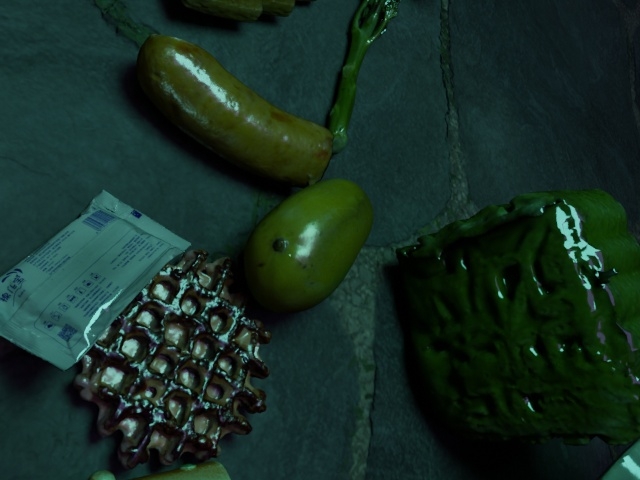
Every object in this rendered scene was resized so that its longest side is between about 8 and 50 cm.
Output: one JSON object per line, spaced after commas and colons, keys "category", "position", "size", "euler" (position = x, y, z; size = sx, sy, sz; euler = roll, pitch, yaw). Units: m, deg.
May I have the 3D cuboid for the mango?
{"category": "mango", "position": [0.000, 0.000, 0.729], "size": [0.251, 0.114, 0.156], "euler": [-33, 139, -48]}

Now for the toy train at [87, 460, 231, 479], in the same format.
{"category": "toy train", "position": [-0.191, 0.297, 0.509], "size": [0.285, 0.116, 0.177], "euler": [2, 74, -37]}

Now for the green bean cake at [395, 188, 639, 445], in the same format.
{"category": "green bean cake", "position": [0.283, 0.114, 0.791], "size": [0.218, 0.335, 0.319], "euler": [-8, 76, -40]}

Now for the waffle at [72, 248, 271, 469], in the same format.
{"category": "waffle", "position": [-0.156, 0.126, 0.631], "size": [0.221, 0.055, 0.234], "euler": [-16, 81, -38]}

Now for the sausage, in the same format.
{"category": "sausage", "position": [-0.108, -0.156, 0.724], "size": [0.270, 0.109, 0.109], "euler": [30, 60, -28]}

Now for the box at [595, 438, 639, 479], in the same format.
{"category": "box", "position": [0.439, 0.392, 0.823], "size": [0.396, 0.397, 0.111], "euler": [-11, 42, -39]}

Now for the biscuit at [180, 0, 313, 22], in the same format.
{"category": "biscuit", "position": [-0.131, -0.408, 0.807], "size": [0.278, 0.043, 0.301], "euler": [42, 48, -18]}

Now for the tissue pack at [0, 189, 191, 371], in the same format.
{"category": "tissue pack", "position": [-0.236, 0.031, 0.576], "size": [0.122, 0.026, 0.193], "euler": [29, 49, 8]}

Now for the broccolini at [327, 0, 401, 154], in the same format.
{"category": "broccolini", "position": [0.082, -0.303, 0.930], "size": [0.078, 0.074, 0.392], "euler": [25, 60, -22]}
